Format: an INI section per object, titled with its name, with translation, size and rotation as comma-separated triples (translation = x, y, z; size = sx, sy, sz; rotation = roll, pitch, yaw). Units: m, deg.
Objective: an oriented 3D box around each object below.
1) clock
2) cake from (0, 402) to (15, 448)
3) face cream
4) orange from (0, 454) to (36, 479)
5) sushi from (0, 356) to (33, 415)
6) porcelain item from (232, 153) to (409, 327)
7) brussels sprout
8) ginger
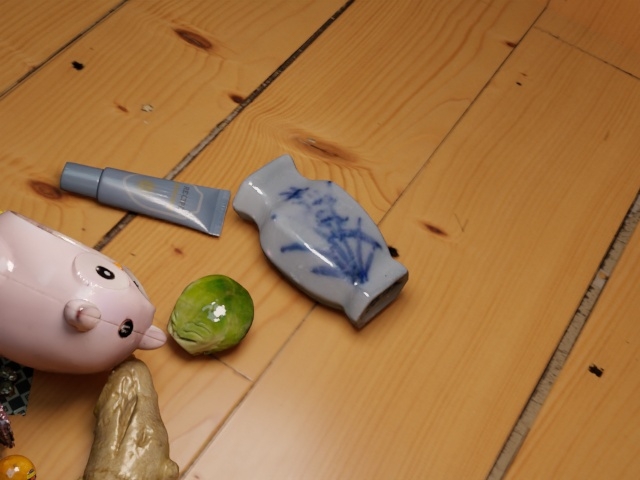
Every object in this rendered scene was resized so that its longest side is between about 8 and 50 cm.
[clock]
translation = -0.511, 0.123, 1.611
size = 0.377, 0.368, 0.250
rotation = 22, 83, 32
[cake]
translation = -0.681, 0.279, 1.593
size = 0.113, 0.116, 0.295
rotation = -34, 69, -31
[face cream]
translation = -0.410, -0.108, 1.954
size = 0.385, 0.086, 0.135
rotation = 13, 55, -6
[orange]
translation = -0.572, 0.439, 1.552
size = 0.084, 0.083, 0.083
rotation = 4, 55, -6
[sushi]
translation = -0.645, 0.287, 1.678
size = 0.120, 0.026, 0.126
rotation = 4, 56, -7
[porcelain item]
translation = 0.000, 0.000, 1.883
size = 0.243, 0.178, 0.405
rotation = -36, 70, -28
[brussels sprout]
translation = -0.228, 0.160, 1.761
size = 0.162, 0.144, 0.180
rotation = 36, 80, -7
[ginger]
translation = -0.369, 0.381, 1.596
size = 0.190, 0.126, 0.353
rotation = -5, 58, -6
